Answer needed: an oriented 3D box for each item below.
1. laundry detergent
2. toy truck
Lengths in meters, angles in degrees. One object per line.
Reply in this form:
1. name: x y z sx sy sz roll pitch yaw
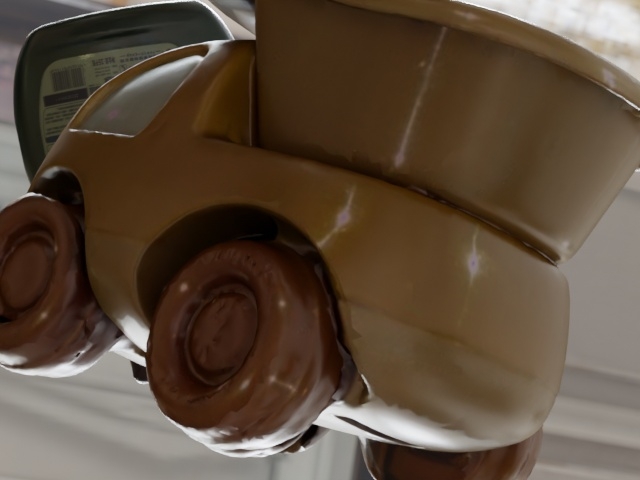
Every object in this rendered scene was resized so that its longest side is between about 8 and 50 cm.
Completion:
1. laundry detergent: -0.100 -0.027 1.048 0.078 0.144 0.221 137 -59 -79
2. toy truck: 0.000 0.000 0.778 0.288 0.204 0.211 15 -99 45
